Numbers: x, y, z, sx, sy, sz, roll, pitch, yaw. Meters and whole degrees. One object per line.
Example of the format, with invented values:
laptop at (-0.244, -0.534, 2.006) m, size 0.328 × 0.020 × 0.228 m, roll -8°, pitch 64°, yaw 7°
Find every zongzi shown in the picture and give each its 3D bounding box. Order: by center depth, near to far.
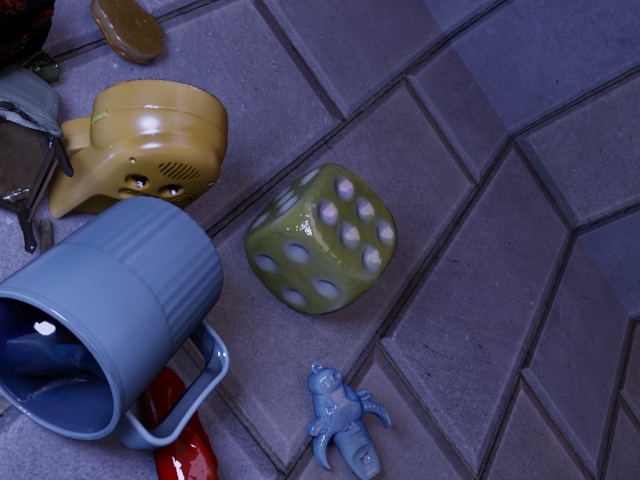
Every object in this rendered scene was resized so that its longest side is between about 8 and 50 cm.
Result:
zongzi at (-0.542, -0.323, 1.300) m, size 0.119 × 0.055 × 0.109 m, roll 49°, pitch 44°, yaw 3°

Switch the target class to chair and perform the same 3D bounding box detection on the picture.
chair at (-0.504, -0.145, 1.155) m, size 0.160 × 0.186 × 0.319 m, roll 21°, pitch 20°, yaw -36°

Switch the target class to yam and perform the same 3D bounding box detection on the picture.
yam at (-0.457, 0.016, 1.211) m, size 0.021 × 0.021 × 0.116 m, roll 13°, pitch 58°, yaw -43°

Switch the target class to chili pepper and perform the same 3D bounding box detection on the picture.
chili pepper at (-0.224, 0.372, 1.193) m, size 0.110 × 0.110 × 0.387 m, roll 6°, pitch 59°, yaw -46°

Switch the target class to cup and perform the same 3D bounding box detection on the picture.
cup at (-0.296, 0.120, 1.117) m, size 0.331 × 0.257 × 0.311 m, roll 32°, pitch 39°, yaw 4°

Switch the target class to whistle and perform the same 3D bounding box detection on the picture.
whistle at (0.047, 0.369, 1.494) m, size 0.180 × 0.093 × 0.269 m, roll -30°, pitch 91°, yaw -27°

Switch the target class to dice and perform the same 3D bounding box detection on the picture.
dice at (0.000, 0.000, 1.534) m, size 0.238 × 0.233 × 0.227 m, roll 46°, pitch 49°, yaw -15°

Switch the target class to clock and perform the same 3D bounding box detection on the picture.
clock at (-0.299, -0.149, 1.253) m, size 0.244 × 0.317 × 0.200 m, roll 11°, pitch 67°, yaw -44°

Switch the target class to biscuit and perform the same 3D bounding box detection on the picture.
biscuit at (-0.403, -0.442, 1.523) m, size 0.170 × 0.050 × 0.170 m, roll 35°, pitch 38°, yaw -33°

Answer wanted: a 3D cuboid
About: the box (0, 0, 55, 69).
box at (-0.651, -0.408, 1.096) m, size 0.415 × 0.116 × 0.264 m, roll 38°, pitch 41°, yaw -1°
